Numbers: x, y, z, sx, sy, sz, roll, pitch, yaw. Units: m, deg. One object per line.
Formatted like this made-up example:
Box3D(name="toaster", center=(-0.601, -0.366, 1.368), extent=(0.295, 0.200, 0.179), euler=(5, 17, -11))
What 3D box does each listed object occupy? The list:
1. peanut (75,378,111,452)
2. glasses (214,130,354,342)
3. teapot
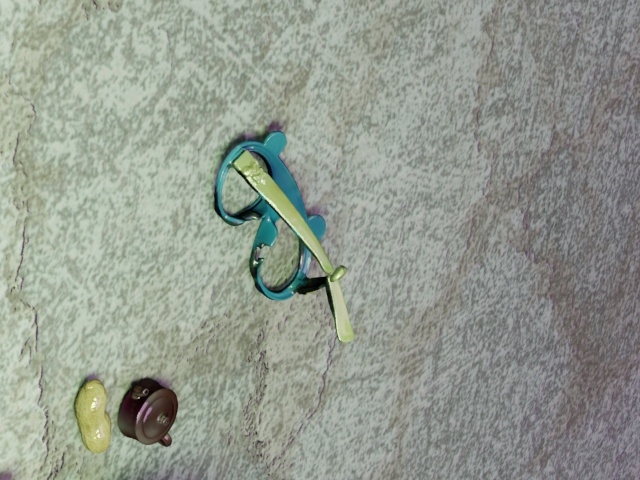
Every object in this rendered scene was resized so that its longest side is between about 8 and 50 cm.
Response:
Box3D(name="peanut", center=(-0.231, 0.179, 1.865), extent=(0.037, 0.037, 0.083), euler=(-31, 134, -43))
Box3D(name="glasses", center=(-0.034, 0.016, 1.961), extent=(0.102, 0.207, 0.239), euler=(-24, 135, 0))
Box3D(name="teapot", center=(-0.177, 0.186, 1.936), extent=(0.068, 0.045, 0.100), euler=(-48, 140, -26))
